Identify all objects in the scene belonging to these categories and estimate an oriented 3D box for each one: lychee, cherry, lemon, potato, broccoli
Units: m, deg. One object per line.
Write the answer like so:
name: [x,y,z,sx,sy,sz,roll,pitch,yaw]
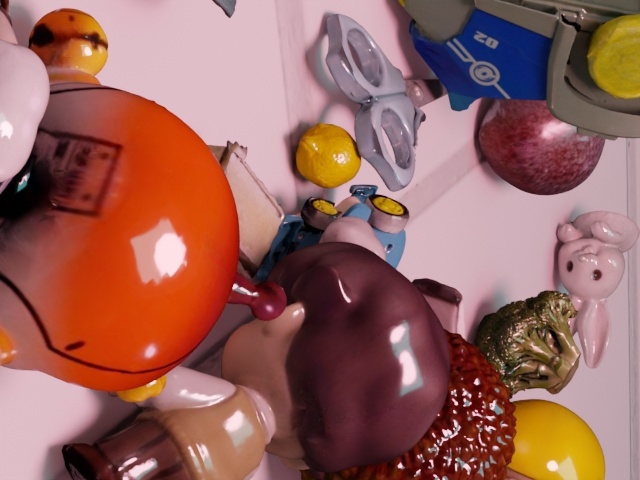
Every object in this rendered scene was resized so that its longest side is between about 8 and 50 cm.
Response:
lychee: [0.083,0.209,1.520,0.236,0.236,0.271,-49,155,-44]
cherry: [0.288,-0.142,1.872,0.176,0.140,0.176,-29,131,-40]
lemon: [0.007,-0.085,1.469,0.092,0.065,0.065,30,71,-59]
potato: [-0.087,-0.032,1.317,0.122,0.061,0.086,55,51,-48]
broccoli: [0.273,0.135,1.912,0.162,0.138,0.146,-58,159,-2]

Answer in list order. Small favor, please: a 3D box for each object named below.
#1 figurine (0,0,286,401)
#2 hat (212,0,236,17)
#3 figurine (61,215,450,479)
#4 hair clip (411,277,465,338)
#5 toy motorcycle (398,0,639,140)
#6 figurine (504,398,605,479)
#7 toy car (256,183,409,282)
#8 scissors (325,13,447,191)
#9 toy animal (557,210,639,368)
figurine: [-0.179,-0.020,1.019,0.323,0.196,0.320,40,56,-45]
hat: [-0.116,-0.270,1.198,0.138,0.078,0.191,47,37,-64]
figurine: [-0.055,0.144,1.306,0.365,0.206,0.218,-24,104,-17]
hair clip: [0.124,0.196,1.726,0.101,0.085,0.331,-51,145,-39]
toy motorcycle: [0.231,-0.226,1.624,0.191,0.326,0.200,-79,178,-49]
figurine: [0.251,0.375,1.908,0.215,0.187,0.344,89,21,-77]
toy car: [0.000,0.000,1.478,0.161,0.098,0.126,4,119,-32]
scissors: [0.098,-0.161,1.604,0.360,0.029,0.191,-22,91,-64]
toy animal: [0.388,0.065,2.136,0.131,0.103,0.221,52,53,-54]
